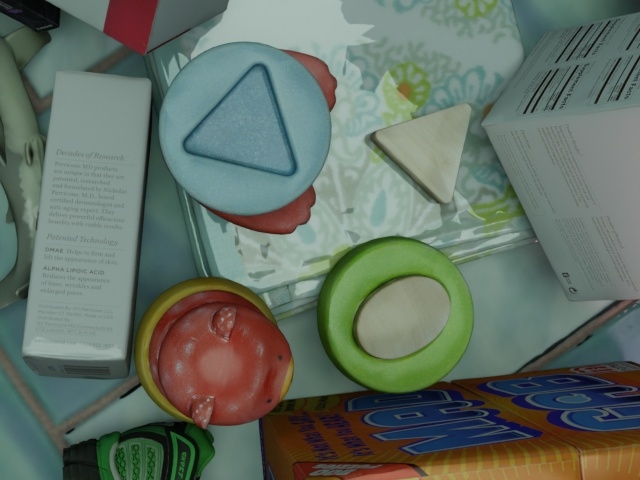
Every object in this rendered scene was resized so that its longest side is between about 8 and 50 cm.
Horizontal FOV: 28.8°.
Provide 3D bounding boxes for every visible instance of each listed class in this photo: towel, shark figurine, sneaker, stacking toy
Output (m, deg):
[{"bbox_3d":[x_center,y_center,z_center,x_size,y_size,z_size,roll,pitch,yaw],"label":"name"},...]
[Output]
[{"bbox_3d":[0.017,-0.137,1.079,0.320,0.090,0.375,-15,93,-10],"label":"towel"},{"bbox_3d":[-0.289,-0.077,1.048,0.116,0.166,0.278,-4,111,17],"label":"shark figurine"},{"bbox_3d":[-0.099,0.316,1.046,0.146,0.134,0.344,-19,93,-7],"label":"sneaker"},{"bbox_3d":[0.000,0.000,0.967,0.279,0.130,0.309,2,91,-9],"label":"stacking toy"}]

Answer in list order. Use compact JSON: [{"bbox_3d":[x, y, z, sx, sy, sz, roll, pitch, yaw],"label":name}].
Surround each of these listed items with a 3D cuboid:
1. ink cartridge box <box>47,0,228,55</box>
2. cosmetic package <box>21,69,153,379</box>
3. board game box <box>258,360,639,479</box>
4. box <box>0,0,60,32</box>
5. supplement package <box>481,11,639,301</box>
[{"bbox_3d":[-0.155,-0.247,0.926,0.176,0.128,0.127,30,126,11],"label":"ink cartridge box"},{"bbox_3d":[-0.186,-0.009,1.013,0.085,0.117,0.231,4,75,-7],"label":"cosmetic package"},{"bbox_3d":[0.157,0.305,0.966,0.356,0.356,0.356,-5,91,-8],"label":"board game box"},{"bbox_3d":[-0.253,-0.264,1.009,0.029,0.116,0.162,-5,77,26],"label":"box"},{"bbox_3d":[0.279,-0.071,1.007,0.149,0.203,0.194,-53,124,-37],"label":"supplement package"}]
